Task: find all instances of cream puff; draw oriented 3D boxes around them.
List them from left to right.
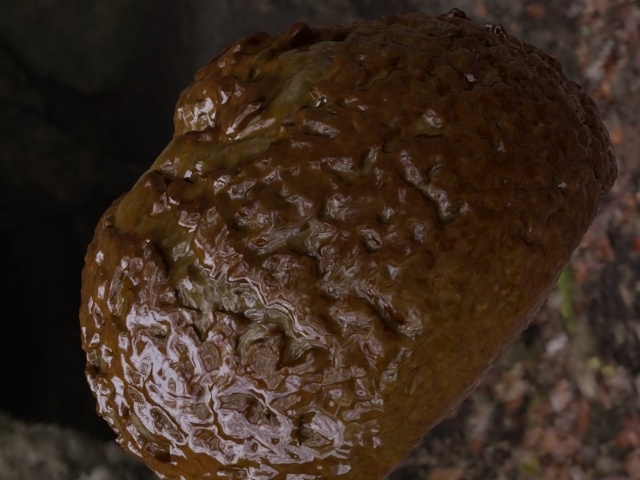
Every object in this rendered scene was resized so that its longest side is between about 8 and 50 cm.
[{"bbox_3d":[0.000,0.000,0.869,0.212,0.303,0.303,42,154,-7],"label":"cream puff"}]
